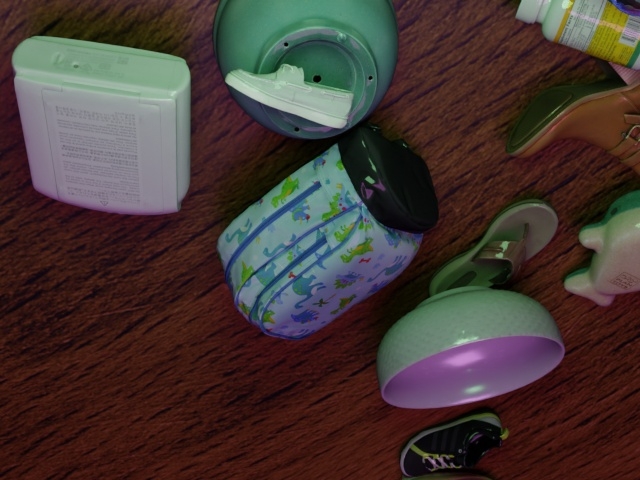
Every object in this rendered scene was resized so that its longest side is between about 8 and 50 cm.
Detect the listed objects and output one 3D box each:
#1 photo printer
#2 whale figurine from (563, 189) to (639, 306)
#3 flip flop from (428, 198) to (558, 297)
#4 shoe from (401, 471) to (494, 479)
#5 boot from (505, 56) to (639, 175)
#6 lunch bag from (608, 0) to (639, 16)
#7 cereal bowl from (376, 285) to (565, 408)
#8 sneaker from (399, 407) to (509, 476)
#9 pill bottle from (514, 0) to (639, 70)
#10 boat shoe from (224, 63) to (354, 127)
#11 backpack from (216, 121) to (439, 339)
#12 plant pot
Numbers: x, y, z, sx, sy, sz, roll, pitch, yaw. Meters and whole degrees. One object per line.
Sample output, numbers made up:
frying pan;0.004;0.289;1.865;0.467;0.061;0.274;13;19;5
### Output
photo printer;-0.324;-0.158;1.577;0.256;0.107;0.307;8;143;0
whale figurine;0.551;0.012;1.838;0.216;0.141;0.272;22;140;-13
flip flop;0.310;0.036;1.834;0.277;0.080;0.112;-38;118;16
shoe;0.271;0.509;2.139;0.219;0.058;0.077;9;100;-16
boot;0.467;-0.181;1.712;0.283;0.109;0.220;-43;114;5
lunch bag;0.437;-0.522;1.368;0.239;0.328;0.385;11;118;-12
cereal bowl;0.254;0.179;1.845;0.339;0.141;0.339;-10;153;-5
sneaker;0.261;0.414;2.050;0.234;0.097;0.084;-32;119;13
pill bottle;0.409;-0.345;1.570;0.208;0.117;0.118;20;119;5
boat shoe;-0.039;-0.210;1.427;0.184;0.066;0.063;18;103;-14
backpack;0.000;0.000;1.680;0.355;0.273;0.290;-20;163;21
plant pot;-0.013;-0.270;1.544;0.293;0.196;0.293;-3;121;-5
